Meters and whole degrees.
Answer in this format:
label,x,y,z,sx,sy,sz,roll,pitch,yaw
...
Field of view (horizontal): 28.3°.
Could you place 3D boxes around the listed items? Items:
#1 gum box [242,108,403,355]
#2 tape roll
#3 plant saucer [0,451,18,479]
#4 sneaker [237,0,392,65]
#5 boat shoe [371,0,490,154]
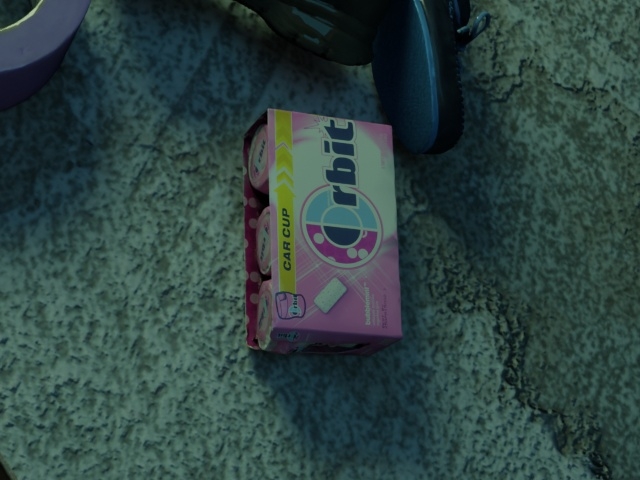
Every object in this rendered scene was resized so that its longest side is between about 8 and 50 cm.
label,x,y,z,sx,sy,sz,roll,pitch,yaw
gum box,0.000,0.000,0.989,0.107,0.062,0.188,6,70,-22
tape roll,-0.267,-0.191,0.927,0.189,0.080,0.189,7,70,-21
plant saucer,-0.328,0.223,0.773,0.311,0.050,0.310,8,69,-21
sneaker,-0.062,-0.248,1.001,0.286,0.109,0.130,23,102,-23
boat shoe,0.095,-0.198,1.078,0.089,0.109,0.258,0,75,-28
